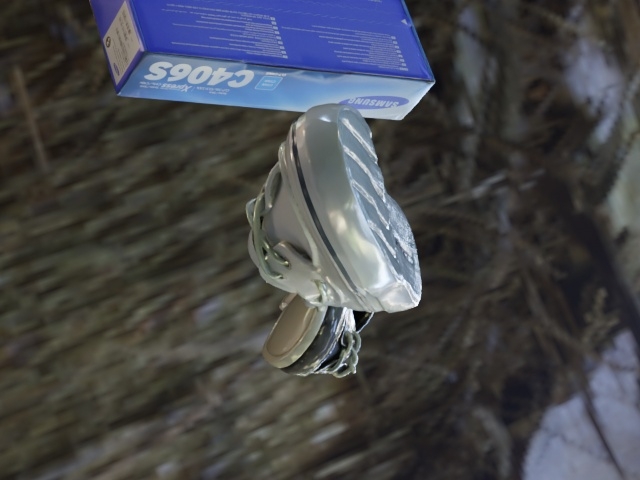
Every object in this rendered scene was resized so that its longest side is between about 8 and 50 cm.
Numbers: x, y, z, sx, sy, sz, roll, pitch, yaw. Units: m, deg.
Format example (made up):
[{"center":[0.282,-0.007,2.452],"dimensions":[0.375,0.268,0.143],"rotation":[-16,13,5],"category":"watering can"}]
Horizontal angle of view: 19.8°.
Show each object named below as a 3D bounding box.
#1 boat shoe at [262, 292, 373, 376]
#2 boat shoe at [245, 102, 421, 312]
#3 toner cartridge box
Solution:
[{"center":[0.009,0.057,1.253],"dimensions":[0.065,0.206,0.075],"rotation":[40,-80,-5],"category":"boat shoe"},{"center":[0.000,0.000,0.913],"dimensions":[0.226,0.076,0.083],"rotation":[59,20,-68],"category":"boat shoe"},{"center":[-0.061,-0.220,1.887],"dimensions":[0.075,0.348,0.165],"rotation":[-48,-130,44],"category":"toner cartridge box"}]
